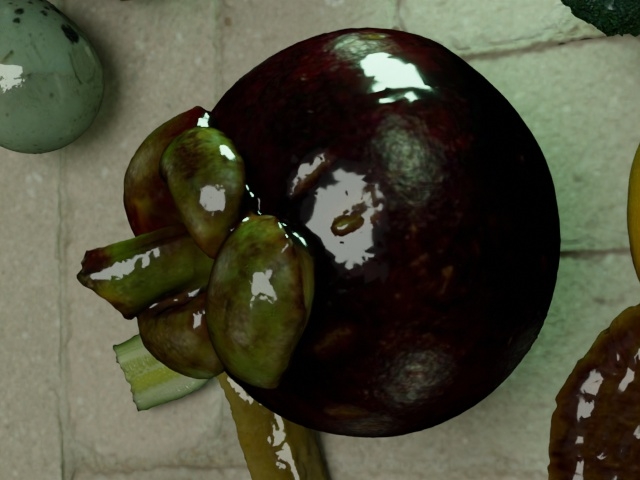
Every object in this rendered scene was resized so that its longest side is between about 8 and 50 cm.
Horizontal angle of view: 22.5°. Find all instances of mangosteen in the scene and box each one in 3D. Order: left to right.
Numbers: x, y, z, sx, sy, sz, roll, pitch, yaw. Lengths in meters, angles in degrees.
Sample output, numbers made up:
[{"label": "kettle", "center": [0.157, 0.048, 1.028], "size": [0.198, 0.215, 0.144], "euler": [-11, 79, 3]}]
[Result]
[{"label": "mangosteen", "center": [0.000, 0.000, 1.158], "size": [0.307, 0.347, 0.307], "euler": [14, 107, 56]}]

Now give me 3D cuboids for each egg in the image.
[{"label": "egg", "center": [-0.259, -0.156, 1.426], "size": [0.131, 0.131, 0.164], "euler": [-30, 66, 22]}]

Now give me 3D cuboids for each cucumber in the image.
[{"label": "cucumber", "center": [-0.120, 0.099, 1.381], "size": [0.107, 0.035, 0.067], "euler": [-21, 94, 23]}]

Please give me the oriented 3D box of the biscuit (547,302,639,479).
[{"label": "biscuit", "center": [0.287, 0.180, 1.046], "size": [0.289, 0.081, 0.334], "euler": [-6, 71, 33]}]

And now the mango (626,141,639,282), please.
[{"label": "mango", "center": [0.270, -0.035, 1.161], "size": [0.098, 0.075, 0.190], "euler": [16, 110, 32]}]

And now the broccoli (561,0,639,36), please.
[{"label": "broccoli", "center": [0.267, -0.242, 1.119], "size": [0.270, 0.270, 0.270], "euler": [-51, 30, 14]}]

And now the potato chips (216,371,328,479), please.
[{"label": "potato chips", "center": [-0.024, 0.239, 1.297], "size": [0.057, 0.080, 0.407], "euler": [-20, 78, 41]}]
